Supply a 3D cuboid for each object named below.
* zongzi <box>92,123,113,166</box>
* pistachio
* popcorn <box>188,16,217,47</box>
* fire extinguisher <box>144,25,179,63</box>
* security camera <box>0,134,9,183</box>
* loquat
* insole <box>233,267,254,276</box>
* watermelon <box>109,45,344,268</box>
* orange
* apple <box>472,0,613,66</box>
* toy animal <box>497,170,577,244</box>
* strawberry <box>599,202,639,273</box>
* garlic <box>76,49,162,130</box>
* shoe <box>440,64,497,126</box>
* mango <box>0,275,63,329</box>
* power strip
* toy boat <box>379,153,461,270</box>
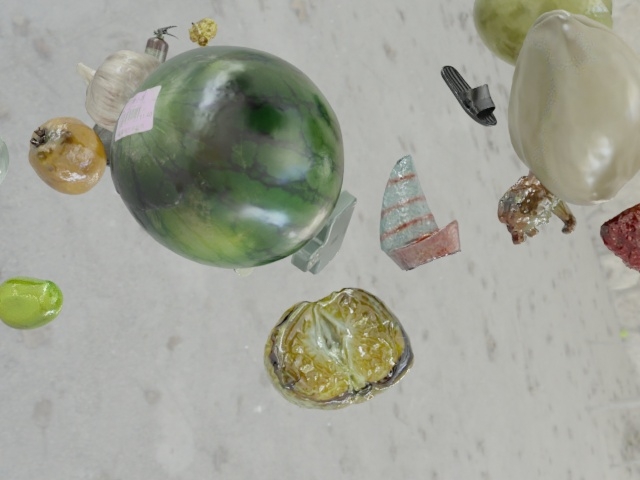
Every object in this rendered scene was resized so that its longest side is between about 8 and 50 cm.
[{"bbox_3d":[-0.475,-0.277,2.057,0.432,0.404,0.207,-110,-174,-62],"label":"zongzi"},{"bbox_3d":[0.399,-0.204,1.115,0.207,0.226,0.331,-52,137,-33],"label":"pistachio"},{"bbox_3d":[-0.322,-0.565,1.917,0.084,0.084,0.084,31,53,-53],"label":"popcorn"},{"bbox_3d":[-0.512,-0.574,2.269,0.071,0.099,0.231,0,107,-85],"label":"fire extinguisher"},{"bbox_3d":[-0.807,-0.175,1.600,0.195,0.236,0.194,5,85,-57],"label":"security camera"},{"bbox_3d":[-0.653,-0.219,1.854,0.234,0.176,0.187,54,21,-54],"label":"loquat"},{"bbox_3d":[-0.108,-0.017,1.373,0.063,0.010,0.191,30,88,-40],"label":"insole"},{"bbox_3d":[-0.128,-0.121,1.077,0.363,0.364,0.363,31,53,-53],"label":"watermelon"},{"bbox_3d":[0.029,0.270,1.712,0.369,0.210,0.270,-14,69,-22],"label":"orange"},{"bbox_3d":[0.456,-0.477,1.497,0.258,0.233,0.295,31,36,-13],"label":"apple"},{"bbox_3d":[0.426,-0.130,1.317,0.097,0.158,0.312,133,-26,-80],"label":"toy animal"},{"bbox_3d":[0.518,0.000,1.097,0.131,0.148,0.131,-171,-90,-81],"label":"strawberry"},{"bbox_3d":[-0.490,-0.361,1.681,0.218,0.212,0.218,-62,173,-14],"label":"garlic"},{"bbox_3d":[0.298,-0.294,1.406,0.062,0.053,0.159,-22,69,-42],"label":"shoe"},{"bbox_3d":[-0.632,0.137,1.545,0.089,0.163,0.117,-1,97,-67],"label":"mango"},{"bbox_3d":[-0.001,-0.001,1.861,0.193,0.059,0.265,-45,165,-33],"label":"power strip"},{"bbox_3d":[0.230,-0.074,1.829,0.096,0.206,0.282,-2,73,-81],"label":"toy boat"}]
